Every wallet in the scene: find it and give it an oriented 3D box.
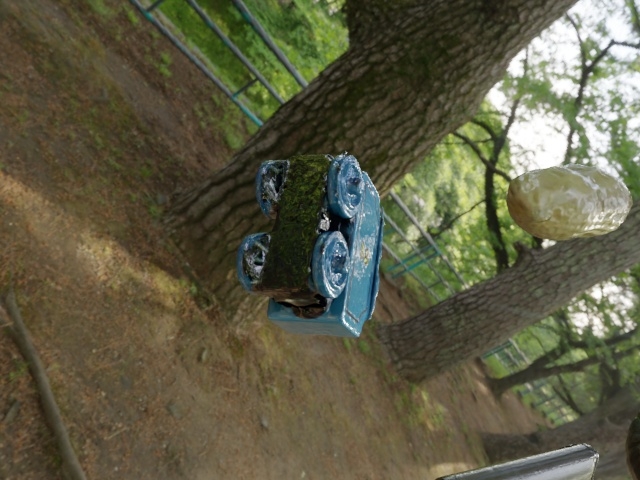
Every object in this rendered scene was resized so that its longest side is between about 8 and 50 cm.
[{"bbox_3d":[0.158,0.233,0.450,0.198,0.110,0.031,5,14,-35],"label":"wallet"}]

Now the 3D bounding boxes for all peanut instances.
[{"bbox_3d":[0.307,-0.050,0.662,0.215,0.090,0.098,-5,72,-41],"label":"peanut"}]

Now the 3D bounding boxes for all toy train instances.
[{"bbox_3d":[0.000,0.000,0.936,0.265,0.188,0.300,48,46,-55],"label":"toy train"}]

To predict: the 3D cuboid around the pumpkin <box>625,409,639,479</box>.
[{"bbox_3d":[0.687,0.392,0.961,0.216,0.249,0.249,17,34,-22],"label":"pumpkin"}]
